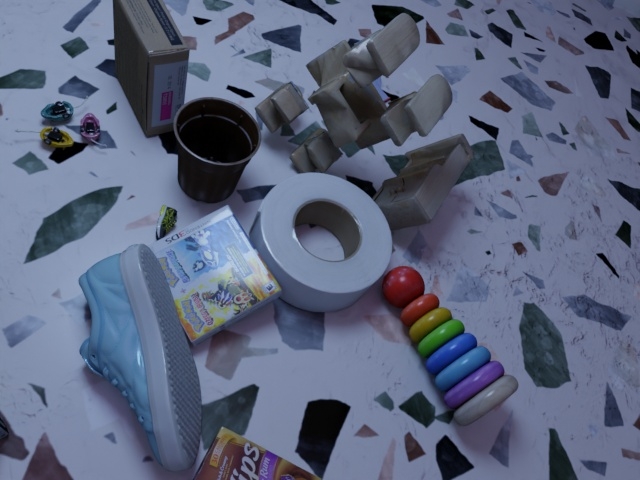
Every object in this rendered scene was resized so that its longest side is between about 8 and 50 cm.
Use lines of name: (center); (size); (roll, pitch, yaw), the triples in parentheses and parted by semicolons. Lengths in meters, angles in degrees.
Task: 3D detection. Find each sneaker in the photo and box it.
sneaker: (-0.301, -0.034, 1.007); (0.035, 0.031, 0.083); (11, 57, -15)
sneaker: (-0.300, 0.197, 0.834); (0.150, 0.135, 0.366); (-21, 73, 5)

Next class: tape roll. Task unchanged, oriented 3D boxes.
tape roll: (0.000, 0.000, 1.063); (0.286, 0.100, 0.286); (10, 58, -16)

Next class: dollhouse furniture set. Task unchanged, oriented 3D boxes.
dollhouse furniture set: (0.136, -0.255, 1.128); (0.394, 0.362, 0.256); (54, 53, -20)

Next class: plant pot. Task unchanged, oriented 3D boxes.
plant pot: (-0.220, -0.171, 1.040); (0.166, 0.165, 0.167); (10, 58, -16)

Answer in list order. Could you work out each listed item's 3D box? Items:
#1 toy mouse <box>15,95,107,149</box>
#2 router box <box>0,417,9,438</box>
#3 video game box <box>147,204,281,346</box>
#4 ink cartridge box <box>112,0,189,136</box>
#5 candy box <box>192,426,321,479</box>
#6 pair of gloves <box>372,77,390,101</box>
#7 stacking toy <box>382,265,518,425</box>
toy mouse: (-0.507, -0.239, 1.051); (0.161, 0.031, 0.143); (17, 56, -12)
router box: (-0.492, 0.205, 0.697); (0.046, 0.179, 0.133); (-30, 74, -31)
video game box: (-0.203, 0.060, 0.955); (0.187, 0.048, 0.205); (-31, 74, -15)
ink cartridge box: (-0.354, -0.367, 1.063); (0.088, 0.235, 0.193); (-21, 70, -29)
candy box: (-0.105, 0.391, 0.814); (0.186, 0.053, 0.109); (28, 55, -2)
pair of gloves: (0.102, -0.424, 1.407); (0.198, 0.023, 0.159); (-30, 75, -32)
stacking toy: (0.233, 0.193, 1.031); (0.141, 0.141, 0.330); (-22, 64, -31)
